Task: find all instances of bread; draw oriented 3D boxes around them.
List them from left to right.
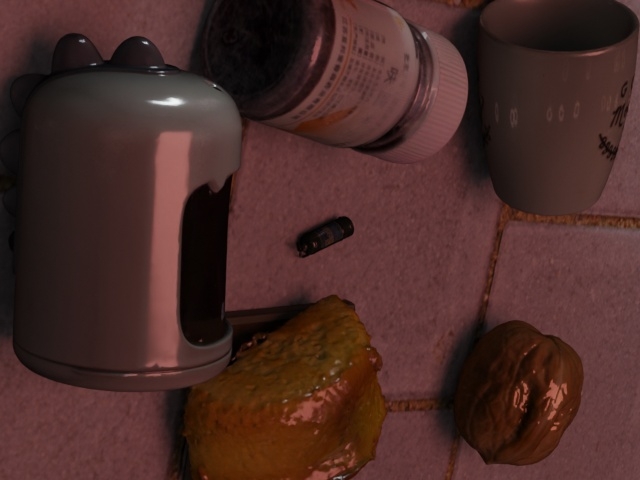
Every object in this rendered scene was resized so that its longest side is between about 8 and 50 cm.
[{"bbox_3d":[-0.015,0.185,2.029,0.261,0.147,0.160,-28,125,-37],"label":"bread"}]

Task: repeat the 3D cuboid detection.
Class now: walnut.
[{"bbox_3d":[0.245,0.198,2.353,0.155,0.155,0.184,14,102,-49],"label":"walnut"}]

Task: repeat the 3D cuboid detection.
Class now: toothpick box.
[{"bbox_3d":[-0.190,-0.035,1.756,0.229,0.229,0.316,-11,110,-46],"label":"toothpick box"}]

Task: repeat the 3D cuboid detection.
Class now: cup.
[{"bbox_3d":[0.287,-0.179,2.268,0.258,0.186,0.234,-63,157,-54],"label":"cup"}]

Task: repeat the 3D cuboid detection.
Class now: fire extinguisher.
[{"bbox_3d":[0.000,0.000,2.103,0.083,0.025,0.038,-26,145,-40],"label":"fire extinguisher"}]

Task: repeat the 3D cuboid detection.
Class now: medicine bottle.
[{"bbox_3d":[0.019,-0.179,1.951,0.273,0.165,0.165,16,91,-48],"label":"medicine bottle"}]

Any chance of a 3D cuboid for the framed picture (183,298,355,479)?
[{"bbox_3d":[-0.062,0.226,2.119,0.232,0.024,0.315,-3,105,-47],"label":"framed picture"}]
